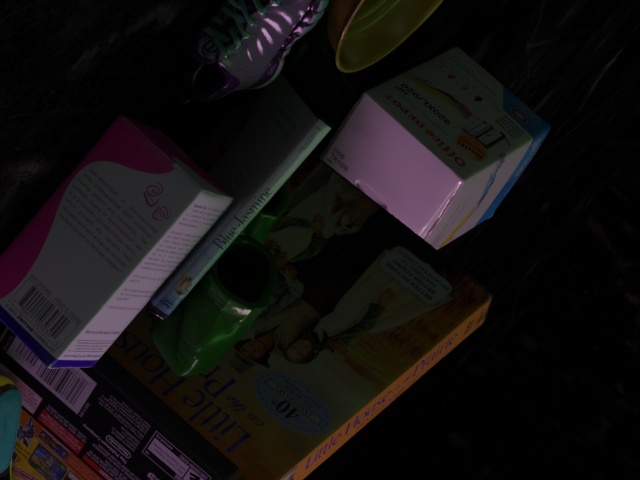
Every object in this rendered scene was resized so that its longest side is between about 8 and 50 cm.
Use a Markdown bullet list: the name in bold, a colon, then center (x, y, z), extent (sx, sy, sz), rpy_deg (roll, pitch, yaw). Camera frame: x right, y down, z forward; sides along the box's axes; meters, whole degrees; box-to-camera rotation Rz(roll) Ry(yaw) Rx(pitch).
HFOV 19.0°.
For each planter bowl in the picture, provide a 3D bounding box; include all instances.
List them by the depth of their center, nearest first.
- **planter bowl**: center (0.061, -0.273, 1.856), extent (0.217, 0.090, 0.217), rpy_deg (-44, 167, -13)

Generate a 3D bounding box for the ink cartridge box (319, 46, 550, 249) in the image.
- **ink cartridge box**: center (0.135, -0.104, 2.386), extent (0.233, 0.171, 0.168), rpy_deg (-30, 159, -51)

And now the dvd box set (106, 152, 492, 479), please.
- **dvd box set**: center (-0.059, 0.093, 2.078), extent (0.420, 0.308, 0.062), rpy_deg (-37, 156, -34)

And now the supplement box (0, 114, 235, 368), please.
- **supplement box**: center (-0.202, 0.003, 1.802), extent (0.220, 0.111, 0.114), rpy_deg (-49, 166, 8)

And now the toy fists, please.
- **toy fists**: center (-0.112, 0.025, 1.967), extent (0.142, 0.096, 0.279), rpy_deg (-54, -162, 34)

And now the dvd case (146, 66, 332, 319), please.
- **dvd case**: center (-0.100, -0.055, 1.902), extent (0.253, 0.022, 0.180), rpy_deg (-49, -152, 7)

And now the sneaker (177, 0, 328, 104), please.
- **sneaker**: center (-0.062, -0.198, 1.729), extent (0.098, 0.083, 0.223), rpy_deg (-31, 161, -34)

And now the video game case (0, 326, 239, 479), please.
- **video game case**: center (-0.247, 0.227, 1.950), extent (0.248, 0.275, 0.035), rpy_deg (-55, 170, 32)

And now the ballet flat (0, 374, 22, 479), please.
- **ballet flat**: center (-0.351, 0.237, 1.945), extent (0.077, 0.077, 0.231), rpy_deg (-21, 125, -57)
